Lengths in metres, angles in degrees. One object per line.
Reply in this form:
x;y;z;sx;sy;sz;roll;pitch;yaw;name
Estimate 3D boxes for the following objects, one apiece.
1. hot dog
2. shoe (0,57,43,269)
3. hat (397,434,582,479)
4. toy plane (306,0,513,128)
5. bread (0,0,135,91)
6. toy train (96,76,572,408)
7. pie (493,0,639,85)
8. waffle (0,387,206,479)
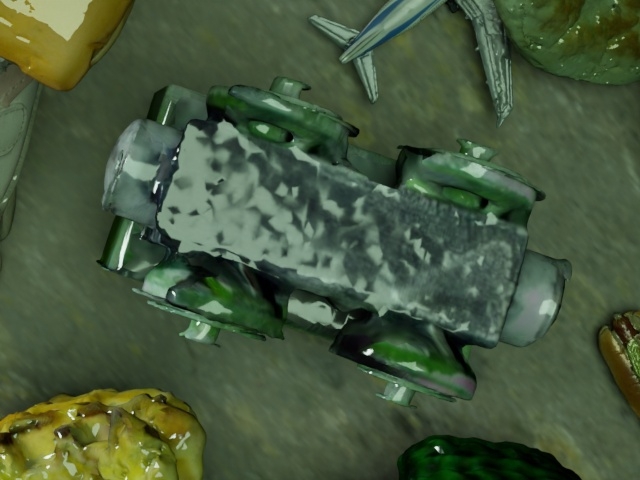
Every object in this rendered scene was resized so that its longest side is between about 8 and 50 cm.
0.263;0.111;1.157;0.056;0.041;0.133;-32;98;-6;hot dog
-0.276;-0.080;0.973;0.172;0.198;0.351;15;90;-10;shoe
0.036;0.262;1.024;0.332;0.274;0.242;0;98;-1;hat
0.097;-0.198;1.101;0.226;0.058;0.226;-39;96;-9;toy plane
-0.197;-0.180;0.853;0.200;0.077;0.116;32;92;-10;bread
0.000;0.000;0.999;0.307;0.249;0.173;18;88;-11;toy train
0.221;-0.221;1.091;0.240;0.054;0.240;-9;108;-31;pie
-0.223;0.200;0.958;0.324;0.261;0.151;-17;95;-28;waffle
